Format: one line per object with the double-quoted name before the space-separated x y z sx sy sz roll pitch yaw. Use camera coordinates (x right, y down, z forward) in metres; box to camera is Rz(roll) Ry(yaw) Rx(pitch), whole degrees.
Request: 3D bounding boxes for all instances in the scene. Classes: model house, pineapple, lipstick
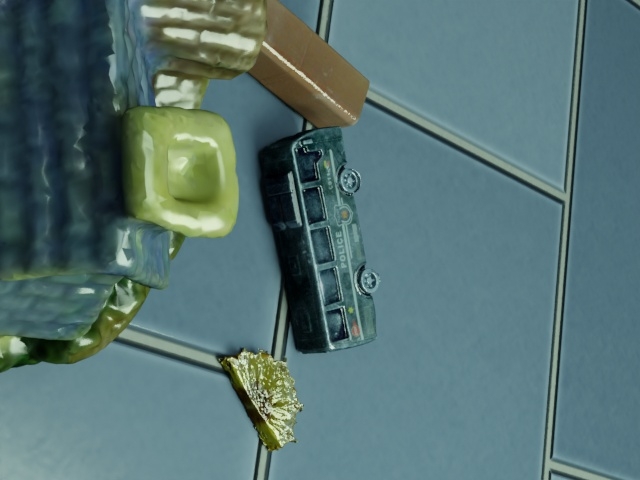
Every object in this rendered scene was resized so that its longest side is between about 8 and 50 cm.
"model house" -0.132 -0.089 0.741 0.261 0.266 0.321 4 80 -40
"pineapple" -0.037 0.108 0.968 0.045 0.019 0.083 -37 106 -39
"lipstick" -0.028 -0.138 1.003 0.145 0.045 0.045 37 58 -36

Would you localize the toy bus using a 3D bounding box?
"toy bus" 0.000 0.000 1.005 0.065 0.047 0.166 -13 92 -41
